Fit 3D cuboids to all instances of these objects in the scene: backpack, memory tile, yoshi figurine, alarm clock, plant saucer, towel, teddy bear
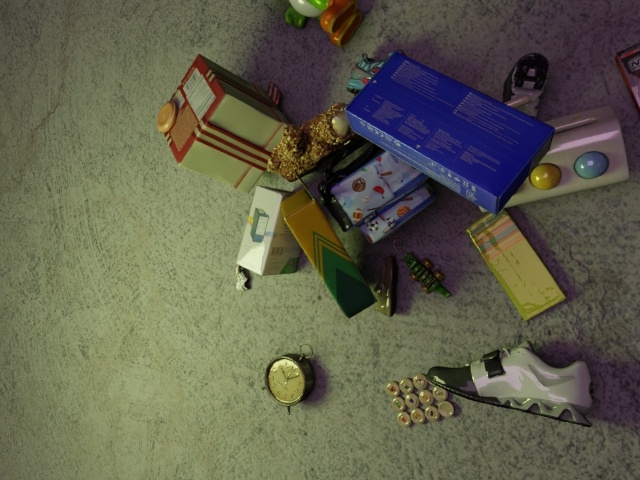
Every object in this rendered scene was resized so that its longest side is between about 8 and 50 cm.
[{"bbox_3d":[0.143,-0.135,1.134,0.263,0.276,0.213,-42,100,15],"label":"backpack"},{"bbox_3d":[0.233,0.374,1.208,0.148,0.012,0.113,-25,78,26],"label":"memory tile"},{"bbox_3d":[-0.086,-0.616,1.271,0.362,0.203,0.203,42,141,8],"label":"yoshi figurine"},{"bbox_3d":[-0.071,0.350,1.349,0.129,0.064,0.192,37,109,25],"label":"alarm clock"},{"bbox_3d":[-0.394,-0.317,1.307,0.083,0.013,0.084,-15,66,39],"label":"plant saucer"},{"bbox_3d":[0.418,0.047,1.108,0.102,0.021,0.237,-39,72,29],"label":"towel"},{"bbox_3d":[0.001,-0.249,1.205,0.113,0.245,0.338,62,160,-2],"label":"teddy bear"}]

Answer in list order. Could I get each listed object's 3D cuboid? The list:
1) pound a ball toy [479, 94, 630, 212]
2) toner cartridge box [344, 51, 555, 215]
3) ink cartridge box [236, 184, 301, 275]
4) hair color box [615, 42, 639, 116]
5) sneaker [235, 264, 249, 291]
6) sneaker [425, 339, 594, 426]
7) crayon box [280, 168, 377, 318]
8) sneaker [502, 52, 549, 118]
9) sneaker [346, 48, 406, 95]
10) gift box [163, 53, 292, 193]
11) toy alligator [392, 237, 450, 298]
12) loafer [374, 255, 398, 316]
[{"bbox_3d":[0.402,-0.173,0.998,0.319,0.136,0.208,-13,122,28],"label":"pound a ball toy"},{"bbox_3d":[0.230,-0.209,0.958,0.348,0.075,0.165,38,81,26],"label":"toner cartridge box"},{"bbox_3d":[-0.113,-0.025,1.326,0.093,0.154,0.213,22,101,29],"label":"ink cartridge box"},{"bbox_3d":[0.627,-0.307,0.980,0.072,0.043,0.141,-23,79,26],"label":"hair color box"},{"bbox_3d":[-0.219,0.103,1.459,0.036,0.032,0.083,-2,93,16],"label":"sneaker"},{"bbox_3d":[0.390,0.279,1.077,0.330,0.122,0.146,4,73,30],"label":"sneaker"},{"bbox_3d":[0.000,0.000,1.161,0.081,0.202,0.319,-31,104,2],"label":"crayon box"},{"bbox_3d":[0.417,-0.280,1.081,0.078,0.106,0.234,12,121,9],"label":"sneaker"},{"bbox_3d":[0.184,-0.386,1.196,0.261,0.104,0.125,18,96,28],"label":"sneaker"},{"bbox_3d":[-0.240,-0.316,1.353,0.255,0.258,0.276,-46,49,23],"label":"gift box"},{"bbox_3d":[0.226,0.064,1.193,0.190,0.051,0.056,48,110,21],"label":"toy alligator"},{"bbox_3d":[0.155,0.109,1.230,0.050,0.056,0.148,3,91,23],"label":"loafer"}]
